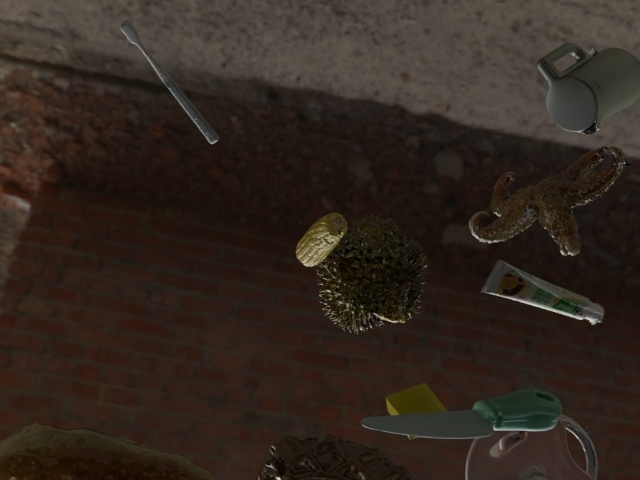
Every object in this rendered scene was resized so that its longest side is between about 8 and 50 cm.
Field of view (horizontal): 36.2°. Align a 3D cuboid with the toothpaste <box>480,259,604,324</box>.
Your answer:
[{"bbox_3d":[0.488,0.117,2.120,0.314,0.058,0.056,18,155,-26],"label":"toothpaste"}]

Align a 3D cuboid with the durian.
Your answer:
[{"bbox_3d":[0.107,0.081,2.165,0.258,0.293,0.258,12,140,10],"label":"durian"}]

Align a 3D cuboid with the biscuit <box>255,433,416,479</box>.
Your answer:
[{"bbox_3d":[0.037,0.427,1.430,0.268,0.366,0.115,4,121,-5],"label":"biscuit"}]

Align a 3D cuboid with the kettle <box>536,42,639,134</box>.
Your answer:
[{"bbox_3d":[0.418,-0.242,1.505,0.098,0.148,0.127,5,116,46],"label":"kettle"}]

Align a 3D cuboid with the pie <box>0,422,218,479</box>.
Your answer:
[{"bbox_3d":[-0.220,0.310,0.893,0.315,0.315,0.092,15,147,-13],"label":"pie"}]

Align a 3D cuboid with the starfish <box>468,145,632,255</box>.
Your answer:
[{"bbox_3d":[0.429,-0.080,1.797,0.303,0.312,0.113,-21,114,24],"label":"starfish"}]

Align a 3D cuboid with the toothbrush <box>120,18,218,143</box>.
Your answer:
[{"bbox_3d":[-0.313,-0.326,2.053,0.025,0.030,0.342,-29,127,10],"label":"toothbrush"}]

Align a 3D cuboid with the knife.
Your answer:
[{"bbox_3d":[0.157,0.189,1.016,0.260,0.035,0.063,-1,-157,-36],"label":"knife"}]

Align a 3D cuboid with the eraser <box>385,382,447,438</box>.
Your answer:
[{"bbox_3d":[0.207,0.365,2.089,0.097,0.122,0.045,-17,117,-14],"label":"eraser"}]

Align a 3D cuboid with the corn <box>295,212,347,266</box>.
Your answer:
[{"bbox_3d":[0.000,0.000,1.965,0.067,0.067,0.206,16,156,-13],"label":"corn"}]

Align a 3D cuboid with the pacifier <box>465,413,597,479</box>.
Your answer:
[{"bbox_3d":[0.422,0.479,1.886,0.220,0.273,0.332,-25,102,22],"label":"pacifier"}]
